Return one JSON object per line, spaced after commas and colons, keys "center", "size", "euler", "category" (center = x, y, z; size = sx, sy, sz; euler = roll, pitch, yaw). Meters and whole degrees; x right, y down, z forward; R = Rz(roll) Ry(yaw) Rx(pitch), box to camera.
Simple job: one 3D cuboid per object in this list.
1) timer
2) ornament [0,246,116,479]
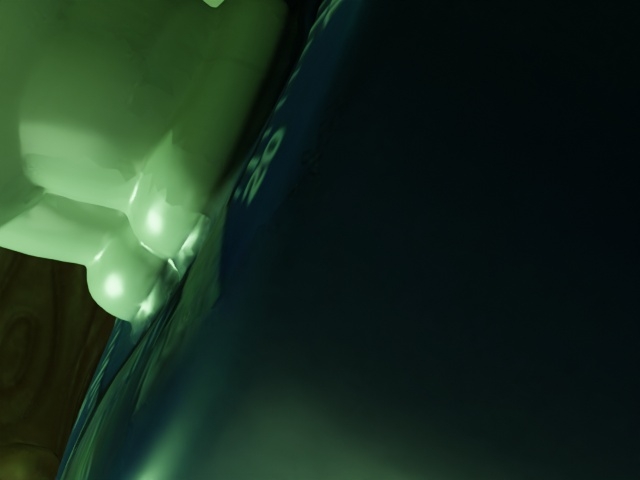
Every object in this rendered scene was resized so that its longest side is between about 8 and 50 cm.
{"center": [-0.076, -0.044, 0.486], "size": [0.383, 0.270, 0.270], "euler": [27, 150, -10], "category": "timer"}
{"center": [-0.169, 0.117, 0.814], "size": [0.235, 0.217, 0.221], "euler": [-10, 152, 24], "category": "ornament"}
